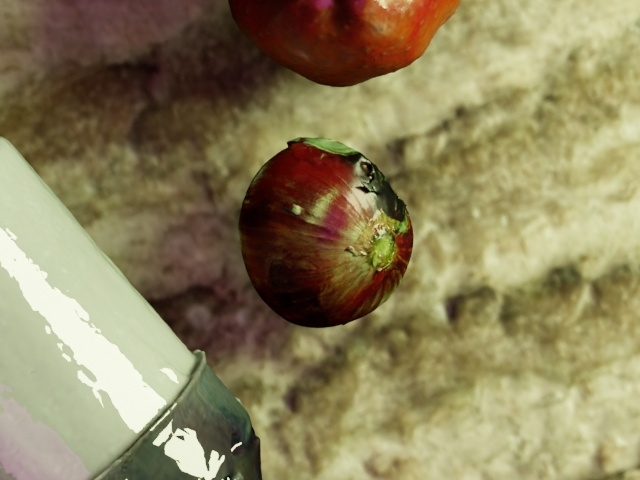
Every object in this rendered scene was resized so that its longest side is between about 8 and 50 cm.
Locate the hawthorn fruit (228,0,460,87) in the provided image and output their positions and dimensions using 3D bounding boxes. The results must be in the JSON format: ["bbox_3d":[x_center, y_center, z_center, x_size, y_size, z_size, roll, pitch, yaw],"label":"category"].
[{"bbox_3d":[0.016,-0.172,1.133,0.157,0.194,0.157,0,96,-1],"label":"hawthorn fruit"}]

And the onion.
[{"bbox_3d":[0.000,0.000,1.179,0.117,0.118,0.118,38,84,-26],"label":"onion"}]

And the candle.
[{"bbox_3d":[-0.203,0.073,1.085,0.221,0.221,0.342,-40,96,-8],"label":"candle"}]
